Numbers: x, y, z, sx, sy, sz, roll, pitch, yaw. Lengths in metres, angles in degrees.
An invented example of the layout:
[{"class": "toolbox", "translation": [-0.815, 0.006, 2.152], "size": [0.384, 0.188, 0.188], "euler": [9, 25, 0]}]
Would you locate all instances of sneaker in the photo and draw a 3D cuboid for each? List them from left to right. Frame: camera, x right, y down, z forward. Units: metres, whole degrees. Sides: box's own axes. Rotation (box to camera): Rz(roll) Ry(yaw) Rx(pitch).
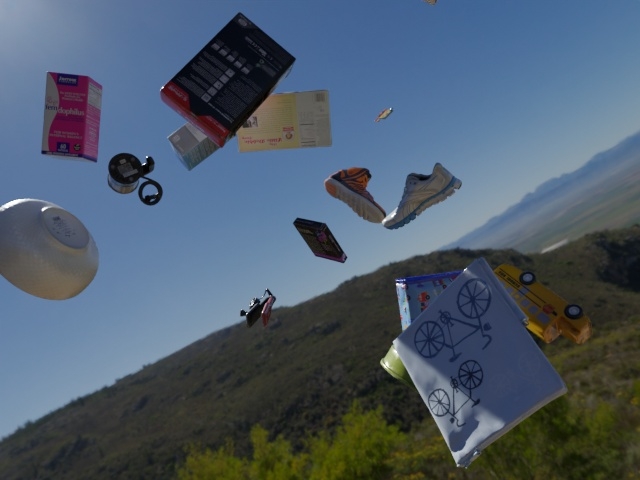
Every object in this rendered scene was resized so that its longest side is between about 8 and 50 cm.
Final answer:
[{"class": "sneaker", "translation": [0.186, -0.215, 2.220], "size": [0.180, 0.321, 0.124], "euler": [-40, -23, -27]}, {"class": "sneaker", "translation": [0.196, -0.096, 1.092], "size": [0.191, 0.083, 0.071], "euler": [-37, 11, 29]}]

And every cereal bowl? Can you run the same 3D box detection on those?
[{"class": "cereal bowl", "translation": [-0.801, 0.005, 1.548], "size": [0.141, 0.338, 0.339], "euler": [-37, -9, 15]}]

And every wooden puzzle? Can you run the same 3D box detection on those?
[{"class": "wooden puzzle", "translation": [0.240, -0.471, 1.939], "size": [0.083, 0.006, 0.049], "euler": [-46, 33, -12]}]

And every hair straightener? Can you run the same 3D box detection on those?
[{"class": "hair straightener", "translation": [-0.172, 0.174, 1.381], "size": [0.089, 0.047, 0.230], "euler": [-5, 15, 4]}]

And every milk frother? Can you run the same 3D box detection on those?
[{"class": "milk frother", "translation": [-0.502, -0.152, 1.403], "size": [0.129, 0.143, 0.135], "euler": [-9, -3, -23]}]

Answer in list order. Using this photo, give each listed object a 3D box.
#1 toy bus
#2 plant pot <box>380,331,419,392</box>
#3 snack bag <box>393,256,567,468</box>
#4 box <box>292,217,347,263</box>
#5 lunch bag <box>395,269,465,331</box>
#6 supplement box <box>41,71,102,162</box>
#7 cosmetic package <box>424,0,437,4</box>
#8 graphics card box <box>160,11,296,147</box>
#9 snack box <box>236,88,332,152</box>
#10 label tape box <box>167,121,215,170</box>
[{"class": "toy bus", "translation": [0.682, 0.206, 1.642], "size": [0.130, 0.332, 0.108], "euler": [-40, -45, -4]}, {"class": "plant pot", "translation": [0.452, 0.352, 1.802], "size": [0.352, 0.367, 0.366], "euler": [-64, -11, 2]}, {"class": "snack bag", "translation": [0.330, 0.261, 1.128], "size": [0.037, 0.342, 0.323], "euler": [12, -53, -38]}, {"class": "box", "translation": [0.000, 0.000, 1.539], "size": [0.116, 0.162, 0.029], "euler": [13, 60, 40]}, {"class": "lunch bag", "translation": [0.392, 0.204, 1.536], "size": [0.294, 0.220, 0.138], "euler": [-8, 0, -5]}, {"class": "supplement box", "translation": [-0.675, -0.332, 1.415], "size": [0.111, 0.219, 0.114], "euler": [4, 1, -4]}, {"class": "cosmetic package", "translation": [0.432, -0.986, 1.870], "size": [0.098, 0.061, 0.239], "euler": [-55, -15, -23]}, {"class": "graphics card box", "translation": [-0.276, -0.491, 1.584], "size": [0.370, 0.233, 0.094], "euler": [-54, 5, -18]}, {"class": "snack box", "translation": [-0.126, -0.402, 1.750], "size": [0.322, 0.187, 0.060], "euler": [-3, 18, 4]}, {"class": "label tape box", "translation": [-0.497, -0.483, 2.315], "size": [0.348, 0.115, 0.249], "euler": [-42, -1, -11]}]
